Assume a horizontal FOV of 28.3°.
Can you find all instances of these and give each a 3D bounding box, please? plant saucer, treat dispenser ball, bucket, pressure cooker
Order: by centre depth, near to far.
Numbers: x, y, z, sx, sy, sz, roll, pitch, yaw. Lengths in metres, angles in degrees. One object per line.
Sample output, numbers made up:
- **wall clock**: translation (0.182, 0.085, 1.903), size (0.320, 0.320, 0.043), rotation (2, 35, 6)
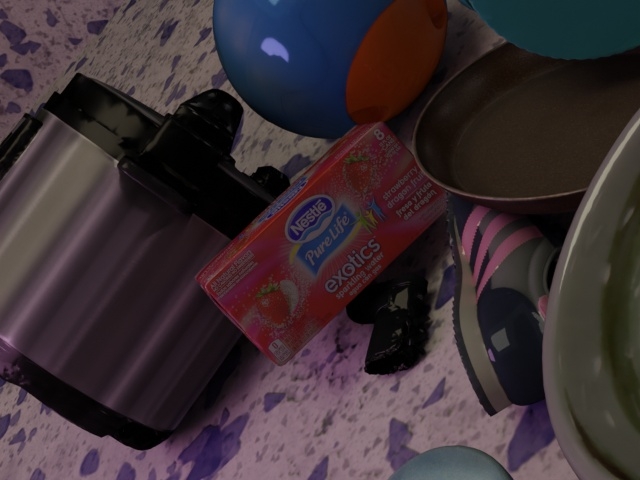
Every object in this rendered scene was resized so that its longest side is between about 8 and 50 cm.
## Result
- **plant saucer**: translation (0.310, 0.012, 0.814), size (0.400, 0.100, 0.400), rotation (-46, 28, 33)
- **plant saucer**: translation (0.238, -0.116, 1.165), size (0.310, 0.050, 0.311), rotation (-19, 32, 12)
- **bucket**: translation (0.236, -0.316, 1.171), size (0.281, 0.281, 0.183), rotation (-39, 29, 28)
- **treat dispenser ball**: translation (0.011, -0.269, 1.548), size (0.288, 0.288, 0.288), rotation (-39, 31, 28)
- **pressure cooker**: translation (-0.229, -0.004, 1.557), size (0.370, 0.375, 0.420), rotation (34, 88, 43)

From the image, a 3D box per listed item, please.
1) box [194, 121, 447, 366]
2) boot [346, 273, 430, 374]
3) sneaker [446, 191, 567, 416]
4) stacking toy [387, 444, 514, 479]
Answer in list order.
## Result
- **box**: translation (0.000, 0.000, 1.355), size (0.257, 0.123, 0.128), rotation (-43, 9, -6)
- **boot**: translation (0.064, 0.094, 1.317), size (0.121, 0.045, 0.099), rotation (-24, 43, 44)
- **sneaker**: translation (0.191, 0.020, 1.156), size (0.131, 0.112, 0.319), rotation (-21, 39, 18)
- **stacking toy**: translation (0.061, 0.307, 0.876), size (0.309, 0.130, 0.279), rotation (-43, 42, 6)
